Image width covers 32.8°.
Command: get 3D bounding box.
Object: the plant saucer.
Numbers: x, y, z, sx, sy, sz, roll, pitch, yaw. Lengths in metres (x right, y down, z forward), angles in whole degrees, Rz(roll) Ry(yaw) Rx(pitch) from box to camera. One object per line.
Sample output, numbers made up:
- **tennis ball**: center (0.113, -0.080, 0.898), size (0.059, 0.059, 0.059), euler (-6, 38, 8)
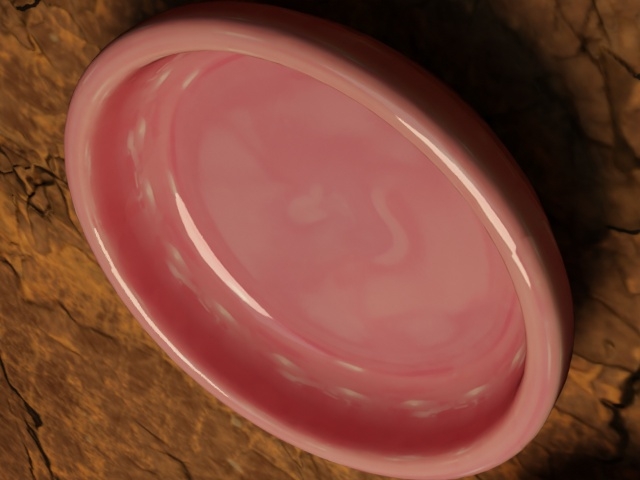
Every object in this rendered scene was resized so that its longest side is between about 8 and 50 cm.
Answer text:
- **plant saucer**: center (0.000, 0.000, 0.653), size (0.332, 0.084, 0.332), euler (22, 137, 22)
